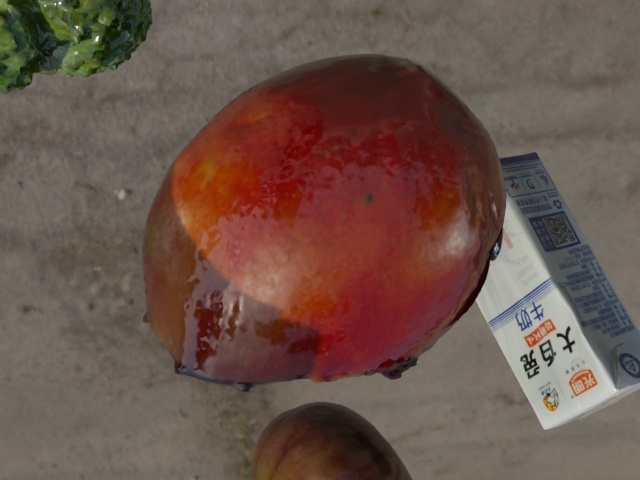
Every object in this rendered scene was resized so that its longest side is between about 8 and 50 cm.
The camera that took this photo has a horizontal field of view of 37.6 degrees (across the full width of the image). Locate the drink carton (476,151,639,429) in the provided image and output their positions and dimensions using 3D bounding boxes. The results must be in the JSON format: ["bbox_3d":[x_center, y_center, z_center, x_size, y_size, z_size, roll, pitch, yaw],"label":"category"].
[{"bbox_3d":[0.266,0.059,1.142,0.106,0.315,0.130,-11,157,-36],"label":"drink carton"}]

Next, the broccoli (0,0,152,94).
[{"bbox_3d":[-0.257,-0.222,0.576,0.254,0.186,0.302,-19,112,-4],"label":"broccoli"}]

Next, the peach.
[{"bbox_3d":[0.000,0.000,0.816,0.338,0.281,0.281,-48,141,-16],"label":"peach"}]

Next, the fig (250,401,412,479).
[{"bbox_3d":[0.011,0.314,1.154,0.214,0.235,0.235,-51,132,6],"label":"fig"}]
